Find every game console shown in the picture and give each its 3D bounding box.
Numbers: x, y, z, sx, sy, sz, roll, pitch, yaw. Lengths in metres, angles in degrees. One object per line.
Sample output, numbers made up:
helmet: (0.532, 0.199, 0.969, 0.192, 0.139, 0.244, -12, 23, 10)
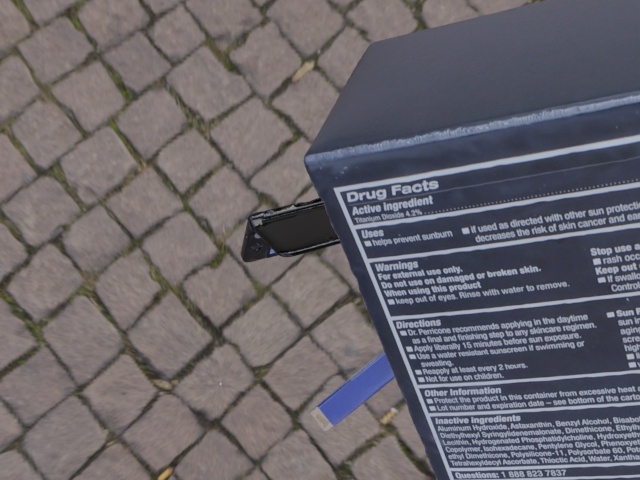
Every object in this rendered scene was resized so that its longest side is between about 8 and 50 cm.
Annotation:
game console: (0.000, 0.000, 0.876, 0.122, 0.107, 0.071, -14, 62, -21)

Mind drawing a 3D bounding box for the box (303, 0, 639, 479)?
box: (0.190, 0.002, 0.627, 0.296, 0.183, 0.294, -8, 122, 24)

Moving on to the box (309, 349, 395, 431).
box: (0.095, 0.139, 1.182, 0.225, 0.136, 0.036, -42, 82, 13)
